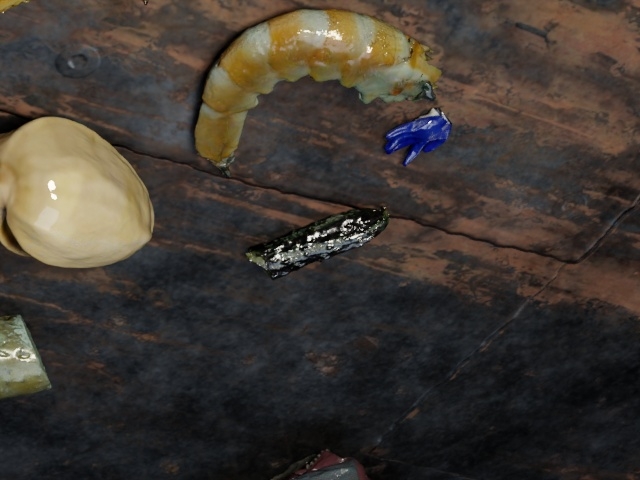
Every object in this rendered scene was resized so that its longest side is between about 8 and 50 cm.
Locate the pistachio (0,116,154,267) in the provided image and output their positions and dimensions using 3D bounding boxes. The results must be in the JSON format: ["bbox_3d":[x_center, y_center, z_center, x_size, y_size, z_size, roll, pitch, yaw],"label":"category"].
[{"bbox_3d":[-0.276,-0.047,1.721,0.157,0.157,0.229,-34,150,19],"label":"pistachio"}]

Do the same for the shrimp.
[{"bbox_3d":[-0.030,-0.167,1.718,0.287,0.068,0.185,-28,137,15],"label":"shrimp"}]

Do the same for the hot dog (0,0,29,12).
[{"bbox_3d":[-0.393,-0.226,1.529,0.289,0.068,0.083,-22,163,-1],"label":"hot dog"}]

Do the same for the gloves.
[{"bbox_3d":[0.115,-0.119,1.854,0.086,0.026,0.064,-28,141,12],"label":"gloves"}]

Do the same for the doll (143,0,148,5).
[{"bbox_3d":[-0.138,-0.346,1.465,0.117,0.086,0.291,27,128,-3],"label":"doll"}]

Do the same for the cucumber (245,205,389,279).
[{"bbox_3d":[0.000,0.000,1.936,0.181,0.053,0.053,-21,140,1],"label":"cucumber"}]

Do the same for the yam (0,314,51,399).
[{"bbox_3d":[-0.426,0.146,1.908,0.194,0.107,0.107,-7,139,-13],"label":"yam"}]

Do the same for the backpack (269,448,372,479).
[{"bbox_3d":[-0.036,0.447,2.316,0.317,0.197,0.283,-22,141,13],"label":"backpack"}]
